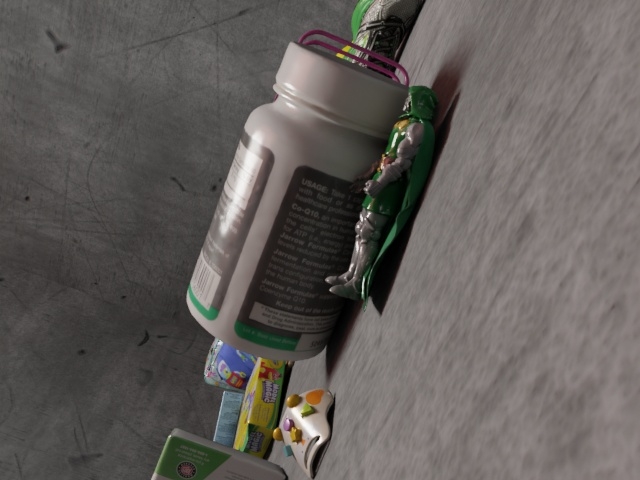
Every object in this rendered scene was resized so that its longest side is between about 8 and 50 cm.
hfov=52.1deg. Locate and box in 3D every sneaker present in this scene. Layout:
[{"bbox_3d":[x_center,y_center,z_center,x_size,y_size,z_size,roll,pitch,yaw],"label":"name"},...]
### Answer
[{"bbox_3d":[0.125,-0.405,1.422,0.343,0.134,0.146,120,146,-42],"label":"sneaker"}]

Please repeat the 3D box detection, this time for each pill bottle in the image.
[{"bbox_3d":[-0.022,-0.047,0.832,0.204,0.204,0.361,-83,15,-72],"label":"pill bottle"}]

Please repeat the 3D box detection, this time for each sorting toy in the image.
[{"bbox_3d":[-0.013,0.204,0.680,0.083,0.045,0.075,-68,24,9],"label":"sorting toy"}]

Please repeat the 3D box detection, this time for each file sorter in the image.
[{"bbox_3d":[0.019,-0.219,1.147,0.290,0.202,0.182,164,128,-84],"label":"file sorter"}]

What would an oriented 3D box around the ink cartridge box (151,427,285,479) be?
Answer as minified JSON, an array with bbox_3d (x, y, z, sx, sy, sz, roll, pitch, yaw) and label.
[{"bbox_3d":[-0.153,0.364,0.812,0.093,0.154,0.212,131,159,-77],"label":"ink cartridge box"}]

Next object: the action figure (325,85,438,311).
[{"bbox_3d":[0.069,-0.051,0.689,0.137,0.063,0.232,-129,60,-79],"label":"action figure"}]

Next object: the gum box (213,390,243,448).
[{"bbox_3d":[-0.191,0.399,1.287,0.157,0.041,0.184,115,167,-68],"label":"gum box"}]

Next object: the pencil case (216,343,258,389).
[{"bbox_3d":[-0.121,0.179,1.301,0.119,0.133,0.306,-39,-17,-43],"label":"pencil case"}]

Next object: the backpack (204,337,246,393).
[{"bbox_3d":[-0.245,0.342,1.911,0.144,0.166,0.188,135,152,-74],"label":"backpack"}]

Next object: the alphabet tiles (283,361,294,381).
[{"bbox_3d":[-0.061,0.204,1.364,0.285,0.011,0.342,-73,6,-47],"label":"alphabet tiles"}]

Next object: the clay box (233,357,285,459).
[{"bbox_3d":[-0.109,0.306,1.158,0.222,0.053,0.127,-85,15,-56],"label":"clay box"}]
